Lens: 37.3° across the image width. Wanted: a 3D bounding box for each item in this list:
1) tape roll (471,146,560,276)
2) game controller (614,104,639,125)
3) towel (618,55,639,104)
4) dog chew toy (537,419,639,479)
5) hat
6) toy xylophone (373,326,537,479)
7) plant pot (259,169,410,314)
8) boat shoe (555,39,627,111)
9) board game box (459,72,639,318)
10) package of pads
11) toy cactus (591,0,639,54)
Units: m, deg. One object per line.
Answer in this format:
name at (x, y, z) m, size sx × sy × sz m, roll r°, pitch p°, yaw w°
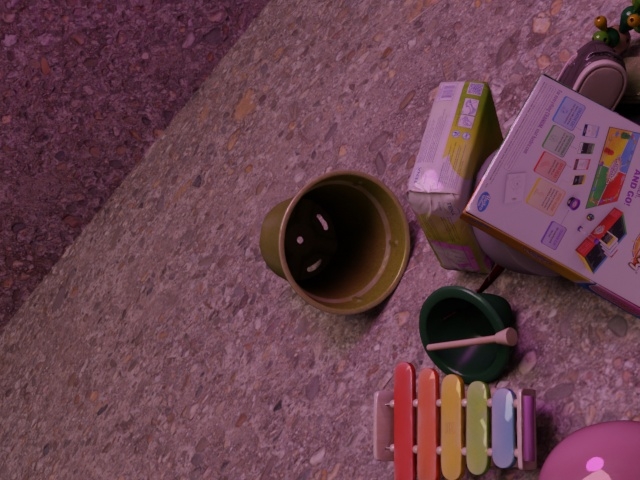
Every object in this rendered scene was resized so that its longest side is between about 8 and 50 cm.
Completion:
tape roll at (0.346, -0.053, 1.497) m, size 0.219 × 0.219 × 0.072 m, roll -63°, pitch 22°, yaw -10°
game controller at (0.576, -0.199, 1.492) m, size 0.166 × 0.067 × 0.319 m, roll -50°, pitch 30°, yaw -18°
towel at (0.524, -0.261, 1.544) m, size 0.110 × 0.027 × 0.148 m, roll -51°, pitch 28°, yaw -20°
dog chew toy at (0.373, 0.386, 1.111) m, size 0.206 × 0.206 × 0.332 m, roll -31°, pitch 48°, yaw 34°
hat at (0.292, 0.119, 1.595) m, size 0.183 × 0.173 × 0.208 m, roll -28°, pitch -17°, yaw -42°
toy xylophone at (0.213, 0.262, 1.479) m, size 0.322 × 0.081 × 0.236 m, roll -22°, pitch 65°, yaw 45°
plant pot at (0.000, 0.000, 1.910) m, size 0.276 × 0.276 × 0.254 m, roll -62°, pitch 22°, yaw -10°
boat shoe at (0.403, -0.180, 1.585) m, size 0.096 × 0.112 × 0.335 m, roll -86°, pitch 17°, yaw -50°
board game box at (0.399, -0.061, 1.379) m, size 0.242 × 0.316 × 0.064 m, roll -59°, pitch -6°, yaw -5°
package of pads at (0.242, -0.095, 1.612) m, size 0.101 × 0.296 × 0.229 m, roll 7°, pitch 65°, yaw 25°
toy cactus at (0.536, -0.366, 1.631) m, size 0.219 × 0.112 × 0.180 m, roll -48°, pitch -8°, yaw -24°
